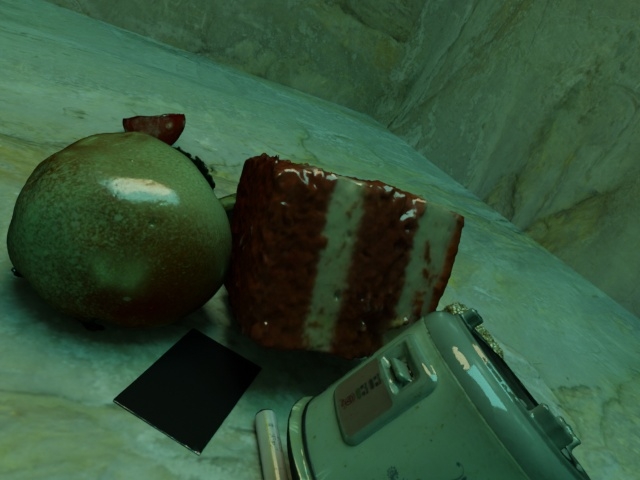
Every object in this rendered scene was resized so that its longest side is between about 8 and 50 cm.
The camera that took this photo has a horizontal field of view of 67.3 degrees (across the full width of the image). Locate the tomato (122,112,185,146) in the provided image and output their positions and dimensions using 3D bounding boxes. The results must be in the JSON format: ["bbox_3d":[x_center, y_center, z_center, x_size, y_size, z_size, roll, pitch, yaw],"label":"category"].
[{"bbox_3d":[-0.436,-0.287,1.271,0.159,0.091,0.139,-1,14,4],"label":"tomato"}]

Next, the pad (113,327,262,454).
[{"bbox_3d":[-0.172,0.197,0.666,0.127,0.004,0.190,29,25,6],"label":"pad"}]

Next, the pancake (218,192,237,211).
[{"bbox_3d":[-0.144,-0.106,1.094,0.253,0.037,0.253,-17,8,3],"label":"pancake"}]

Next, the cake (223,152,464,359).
[{"bbox_3d":[0.023,0.024,0.774,0.319,0.270,0.269,10,8,-20],"label":"cake"}]

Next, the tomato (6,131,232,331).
[{"bbox_3d":[-0.279,-0.025,0.711,0.303,0.239,0.303,25,25,-13],"label":"tomato"}]

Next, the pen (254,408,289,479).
[{"bbox_3d":[-0.043,0.305,0.543,0.033,0.033,0.269,15,27,-25],"label":"pen"}]

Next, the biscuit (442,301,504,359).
[{"bbox_3d":[0.322,0.213,1.046,0.070,0.082,0.168,0,38,-26],"label":"biscuit"}]

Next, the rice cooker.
[{"bbox_3d":[0.110,0.239,0.526,0.264,0.316,0.317,45,15,-27],"label":"rice cooker"}]
